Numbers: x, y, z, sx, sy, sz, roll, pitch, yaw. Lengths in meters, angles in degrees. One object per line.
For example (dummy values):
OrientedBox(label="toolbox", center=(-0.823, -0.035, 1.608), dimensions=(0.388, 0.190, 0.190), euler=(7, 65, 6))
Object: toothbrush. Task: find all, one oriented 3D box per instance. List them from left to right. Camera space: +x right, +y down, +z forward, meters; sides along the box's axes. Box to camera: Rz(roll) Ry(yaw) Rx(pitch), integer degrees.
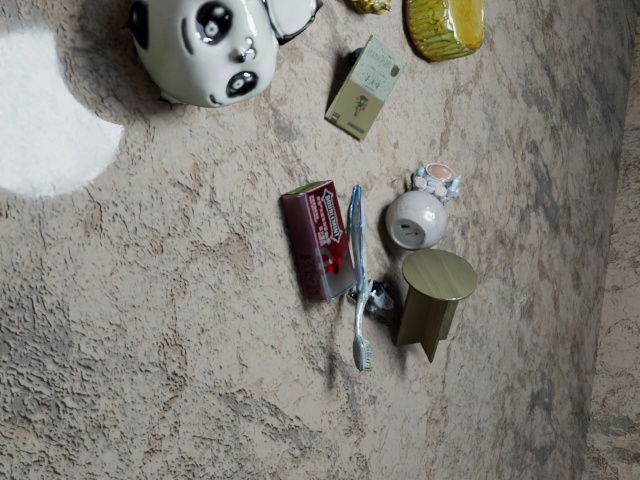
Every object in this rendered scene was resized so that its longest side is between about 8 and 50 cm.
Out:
OrientedBox(label="toothbrush", center=(0.083, 0.070, 1.486), dimensions=(0.042, 0.035, 0.413), euler=(19, 62, -43))

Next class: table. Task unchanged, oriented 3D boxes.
OrientedBox(label="table", center=(0.250, 0.157, 1.616), dimensions=(0.167, 0.167, 0.226), euler=(-44, 151, -44))

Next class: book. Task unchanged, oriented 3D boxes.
OrientedBox(label="book", center=(0.101, -0.327, 1.524), dimensions=(0.138, 0.016, 0.198), euler=(23, 99, -49))

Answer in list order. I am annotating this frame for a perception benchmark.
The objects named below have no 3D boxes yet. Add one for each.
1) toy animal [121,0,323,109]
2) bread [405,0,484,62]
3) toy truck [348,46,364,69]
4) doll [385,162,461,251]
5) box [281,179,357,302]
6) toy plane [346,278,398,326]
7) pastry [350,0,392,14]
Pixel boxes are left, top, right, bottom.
OrientedBox(label="toy animal", center=(-0.156, -0.353, 1.111), dimensions=(0.310, 0.251, 0.251), euler=(-51, 127, -27))
OrientedBox(label="bread", center=(0.318, -0.588, 1.796), dimensions=(0.227, 0.143, 0.253), euler=(-4, 94, -54))
OrientedBox(label="toy truck", center=(0.106, -0.364, 1.578), dimensions=(0.074, 0.063, 0.136), euler=(-40, 125, -63))
OrientedBox(label="doll", center=(0.255, -0.091, 1.696), dimensions=(0.287, 0.151, 0.150), euler=(-54, 129, -47))
OrientedBox(label="box", center=(0.000, 0.000, 1.408), dimensions=(0.120, 0.069, 0.224), euler=(-27, 107, -49))
OrientedBox(label="toy plane", center=(0.117, 0.121, 1.567), dimensions=(0.197, 0.053, 0.078), euler=(41, 66, -48))
OrientedBox(label="pastry", center=(0.101, -0.613, 1.541), dimensions=(0.154, 0.102, 0.249), euler=(6, 81, -63))
